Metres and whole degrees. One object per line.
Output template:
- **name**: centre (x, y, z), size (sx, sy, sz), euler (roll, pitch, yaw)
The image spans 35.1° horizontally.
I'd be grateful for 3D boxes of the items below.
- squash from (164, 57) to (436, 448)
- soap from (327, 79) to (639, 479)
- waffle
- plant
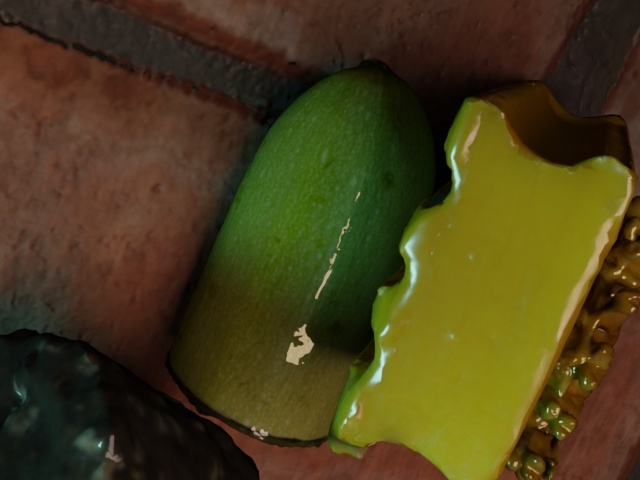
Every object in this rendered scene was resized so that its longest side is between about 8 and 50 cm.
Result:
- **squash**: centre (0.000, 0.000, 0.673), size (0.132, 0.132, 0.247), euler (16, 104, -31)
- **soap**: centre (0.116, 0.008, 0.639), size (0.096, 0.324, 0.204), euler (25, 107, 10)
- **waffle**: centre (0.195, 0.073, 0.776), size (0.051, 0.228, 0.231), euler (26, 93, 10)
- **plant**: centre (-0.140, 0.214, 0.623), size (0.213, 0.215, 0.312), euler (-8, 136, 23)
